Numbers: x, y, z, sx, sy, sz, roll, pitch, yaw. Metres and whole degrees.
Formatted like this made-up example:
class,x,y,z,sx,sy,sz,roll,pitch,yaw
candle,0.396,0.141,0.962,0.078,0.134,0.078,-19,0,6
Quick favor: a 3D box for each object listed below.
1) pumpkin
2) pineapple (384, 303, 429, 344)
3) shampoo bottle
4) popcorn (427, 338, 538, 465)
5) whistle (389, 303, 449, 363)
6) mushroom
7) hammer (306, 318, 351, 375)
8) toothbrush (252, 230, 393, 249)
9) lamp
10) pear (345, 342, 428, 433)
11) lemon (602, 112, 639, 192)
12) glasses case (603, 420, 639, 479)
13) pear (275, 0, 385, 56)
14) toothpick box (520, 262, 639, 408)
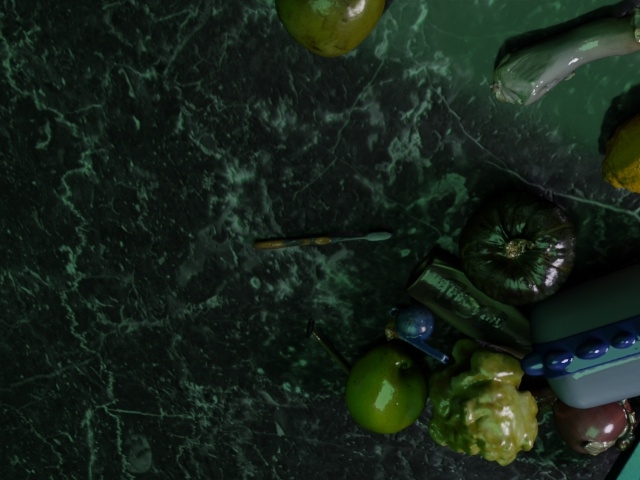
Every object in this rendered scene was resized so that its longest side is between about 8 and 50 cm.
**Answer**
class,x,y,z,sx,sy,sz,roll,pitch,yaw
pumpkin,0.371,0.016,1.404,0.224,0.157,0.223,0,89,28
pineapple,0.177,0.191,1.650,0.077,0.114,0.114,51,148,27
shampoo bottle,0.350,0.155,1.557,0.350,0.084,0.125,35,121,-6
popcorn,0.329,0.339,1.575,0.235,0.241,0.250,19,166,-24
whistle,0.211,0.183,1.540,0.158,0.090,0.090,29,126,22
mushroom,0.418,-0.312,1.251,0.278,0.096,0.099,-22,113,22
hammer,0.030,0.271,1.742,0.013,0.062,0.199,-30,113,25
toothbrush,-0.001,0.000,1.598,0.321,0.031,0.023,-4,90,18
lamp,0.558,0.373,1.600,0.215,0.151,0.223,-47,56,27
pear,0.152,0.330,1.664,0.188,0.187,0.219,25,122,1
lemon,0.570,-0.151,1.273,0.142,0.142,0.187,45,127,-12
glasses case,0.690,0.441,1.567,0.070,0.117,0.300,26,113,18
pear,0.015,-0.412,1.260,0.200,0.200,0.199,7,122,12
toothpick box,0.547,0.179,1.380,0.355,0.263,0.263,-21,112,17
